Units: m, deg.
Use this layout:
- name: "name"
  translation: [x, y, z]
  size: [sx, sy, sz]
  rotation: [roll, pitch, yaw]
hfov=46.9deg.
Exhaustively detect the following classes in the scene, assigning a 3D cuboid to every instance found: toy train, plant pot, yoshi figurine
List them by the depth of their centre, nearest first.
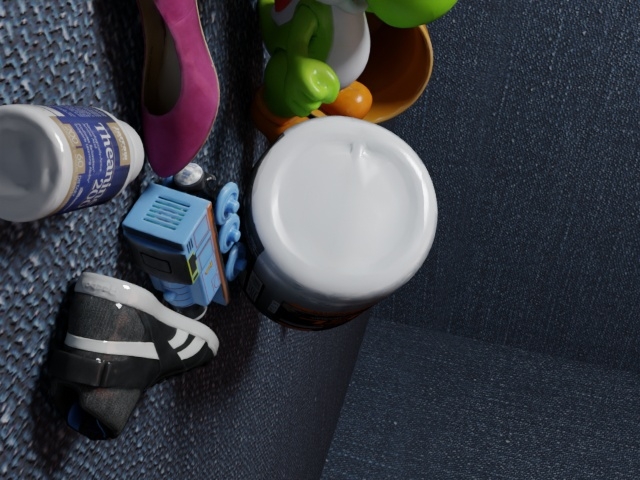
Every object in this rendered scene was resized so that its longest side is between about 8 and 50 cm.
- name: "toy train"
  translation: [-0.126, 0.008, 0.711]
  size: [0.184, 0.080, 0.105]
  rotation: [91, 23, -54]
- name: "yoshi figurine"
  translation: [0.044, -0.231, 0.812]
  size: [0.362, 0.203, 0.203]
  rotation: [112, -23, -57]
- name: "plant pot"
  translation: [0.049, -0.301, 1.066]
  size: [0.205, 0.205, 0.188]
  rotation: [91, -1, -46]

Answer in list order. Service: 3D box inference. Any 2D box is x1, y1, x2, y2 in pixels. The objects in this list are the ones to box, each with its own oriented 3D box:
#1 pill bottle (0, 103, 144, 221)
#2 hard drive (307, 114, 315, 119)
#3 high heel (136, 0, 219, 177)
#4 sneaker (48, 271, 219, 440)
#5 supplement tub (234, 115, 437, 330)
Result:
- name: "pill bottle"
  translation: [-0.159, -0.052, 0.465]
  size: [0.120, 0.067, 0.067]
  rotation: [-40, 140, -75]
- name: "hard drive"
  translation: [0.012, -0.198, 1.321]
  size: [0.254, 0.054, 0.172]
  rotation: [86, 18, -57]
- name: "high heel"
  translation: [-0.133, -0.154, 0.563]
  size: [0.117, 0.082, 0.244]
  rotation: [-12, 135, -43]
- name: "sneaker"
  translation: [-0.163, 0.113, 0.633]
  size: [0.217, 0.079, 0.121]
  rotation: [55, 50, -65]
- name: "supplement tub"
  translation: [0.000, 0.000, 0.906]
  size: [0.338, 0.207, 0.207]
  rotation: [123, -19, -75]
